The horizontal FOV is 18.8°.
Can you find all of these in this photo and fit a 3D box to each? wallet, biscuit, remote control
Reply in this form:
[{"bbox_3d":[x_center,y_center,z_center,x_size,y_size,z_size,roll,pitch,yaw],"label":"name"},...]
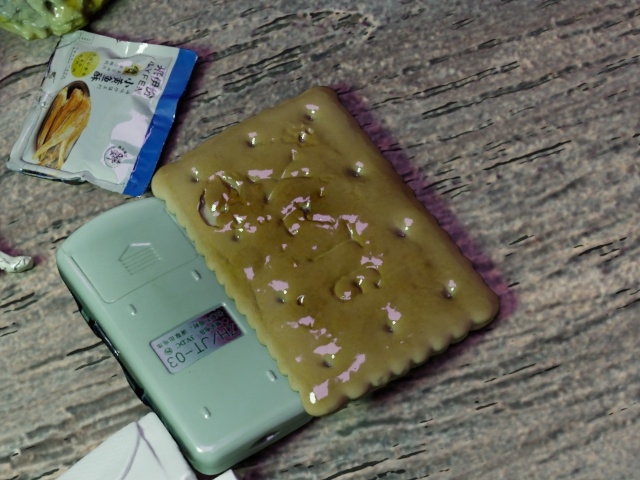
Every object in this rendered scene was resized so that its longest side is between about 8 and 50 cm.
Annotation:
[{"bbox_3d":[-0.205,0.245,1.801,0.183,0.032,0.124,-38,41,-2],"label":"wallet"},{"bbox_3d":[0.000,0.000,1.834,0.217,0.044,0.325,-29,61,-11],"label":"biscuit"},{"bbox_3d":[-0.135,0.084,1.840,0.140,0.056,0.296,-28,60,-20],"label":"remote control"}]

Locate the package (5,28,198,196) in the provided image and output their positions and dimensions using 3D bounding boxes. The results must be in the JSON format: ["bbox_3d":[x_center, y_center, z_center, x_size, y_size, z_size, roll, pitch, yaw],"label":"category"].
[{"bbox_3d":[-0.226,-0.135,1.997,0.173,0.027,0.171,11,71,26],"label":"package"}]

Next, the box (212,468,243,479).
[{"bbox_3d":[-0.077,0.294,1.752,0.084,0.040,0.154,-34,60,4],"label":"box"}]

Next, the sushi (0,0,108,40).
[{"bbox_3d":[-0.275,-0.334,2.007,0.274,0.184,0.139,-42,49,-5],"label":"sushi"}]

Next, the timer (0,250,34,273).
[{"bbox_3d":[-0.416,-0.049,1.972,0.175,0.175,0.266,-33,80,1],"label":"timer"}]
